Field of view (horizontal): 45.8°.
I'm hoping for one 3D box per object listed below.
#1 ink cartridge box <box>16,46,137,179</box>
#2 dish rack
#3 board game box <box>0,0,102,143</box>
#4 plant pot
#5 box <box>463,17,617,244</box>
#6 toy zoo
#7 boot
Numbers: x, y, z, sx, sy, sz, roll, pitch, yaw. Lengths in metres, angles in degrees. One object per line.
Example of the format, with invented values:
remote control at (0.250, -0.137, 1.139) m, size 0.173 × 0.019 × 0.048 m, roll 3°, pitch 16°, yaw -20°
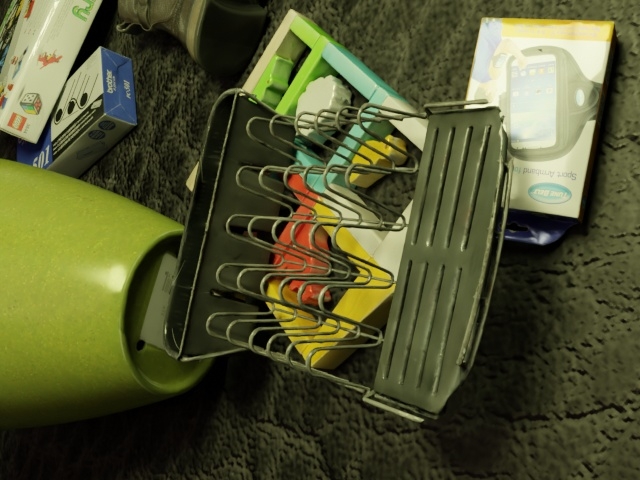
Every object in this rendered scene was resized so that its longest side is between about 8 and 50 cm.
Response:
ink cartridge box at (-0.300, -0.133, 0.917) m, size 0.207 × 0.046 × 0.097 m, roll -31°, pitch 58°, yaw 36°
dish rack at (0.000, 0.000, 0.504) m, size 0.272 × 0.074 × 0.208 m, roll 7°, pitch 86°, yaw 54°
board game box at (-0.347, -0.282, 0.961) m, size 0.193 × 0.053 × 0.305 m, roll 24°, pitch 89°, yaw 51°
plant pot at (-0.240, 0.052, 0.681) m, size 0.294 × 0.275 × 0.274 m, roll 2°, pitch 80°, yaw 30°
box at (0.128, -0.068, 0.468) m, size 0.081 × 0.028 × 0.136 m, roll 10°, pitch 84°, yaw 25°
toy zoo at (0.003, -0.037, 0.599) m, size 0.192 × 0.030 × 0.293 m, roll -55°, pitch 48°, yaw 20°
boot at (-0.121, -0.303, 0.752) m, size 0.229 × 0.091 × 0.262 m, roll 42°, pitch 111°, yaw 42°
